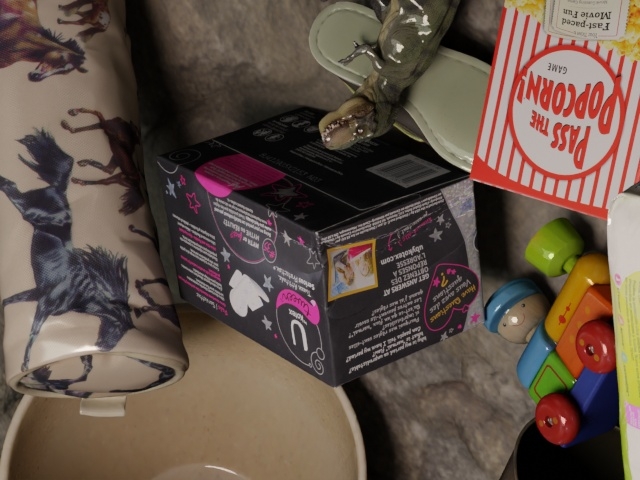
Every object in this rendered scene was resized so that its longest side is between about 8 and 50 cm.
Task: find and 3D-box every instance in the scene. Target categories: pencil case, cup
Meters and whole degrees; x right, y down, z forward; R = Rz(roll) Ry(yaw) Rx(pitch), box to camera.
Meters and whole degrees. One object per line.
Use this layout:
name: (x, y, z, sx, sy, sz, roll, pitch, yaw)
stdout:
pencil case: (-0.225, -0.053, 1.742, 0.183, 0.159, 0.410, 78, -178, -76)
cup: (-0.121, 0.258, 1.850, 0.331, 0.331, 0.237, 42, 161, 19)

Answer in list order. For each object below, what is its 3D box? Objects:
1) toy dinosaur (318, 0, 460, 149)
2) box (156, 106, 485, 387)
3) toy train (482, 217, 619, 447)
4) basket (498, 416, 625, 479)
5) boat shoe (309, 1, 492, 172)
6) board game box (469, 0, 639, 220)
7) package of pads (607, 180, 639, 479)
toy dinosaur: (0.066, -0.199, 1.523, 0.118, 0.064, 0.268, 40, 106, 17)
box: (0.000, 0.000, 1.629, 0.247, 0.163, 0.142, 27, 130, 51)
toy train: (0.218, 0.035, 1.534, 0.143, 0.105, 0.248, 51, 139, 29)
basket: (0.201, 0.284, 1.649, 0.204, 0.154, 0.227, 47, 140, 15)
boat shoe: (0.096, -0.117, 1.582, 0.227, 0.068, 0.081, 36, 92, 18)
board game box: (0.199, -0.121, 1.452, 0.146, 0.045, 0.194, 18, 104, 36)
package of pads: (0.299, 0.068, 1.369, 0.101, 0.229, 0.297, 12, 120, 39)
